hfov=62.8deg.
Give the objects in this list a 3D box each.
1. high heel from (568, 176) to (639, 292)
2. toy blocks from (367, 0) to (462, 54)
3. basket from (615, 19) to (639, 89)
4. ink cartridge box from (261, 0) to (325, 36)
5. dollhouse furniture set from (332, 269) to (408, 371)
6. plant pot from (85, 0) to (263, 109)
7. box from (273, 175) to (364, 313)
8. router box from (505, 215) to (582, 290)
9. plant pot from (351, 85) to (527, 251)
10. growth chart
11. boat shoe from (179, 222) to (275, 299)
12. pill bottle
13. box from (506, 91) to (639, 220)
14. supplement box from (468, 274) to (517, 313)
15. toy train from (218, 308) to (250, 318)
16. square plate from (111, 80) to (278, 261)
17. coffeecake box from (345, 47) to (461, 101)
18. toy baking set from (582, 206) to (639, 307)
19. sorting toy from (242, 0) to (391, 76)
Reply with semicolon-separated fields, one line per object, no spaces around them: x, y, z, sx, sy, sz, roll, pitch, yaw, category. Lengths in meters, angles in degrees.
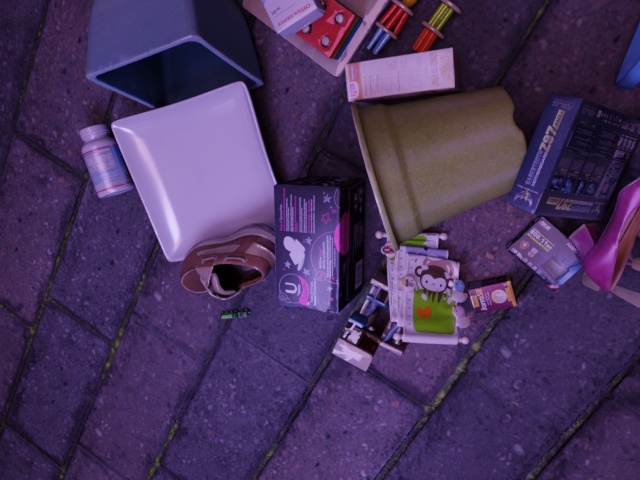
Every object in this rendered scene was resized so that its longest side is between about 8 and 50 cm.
0.511;-0.019;0.842;0.244;0.082;0.117;-55;48;47;high heel
0.168;-0.393;0.974;0.123;0.054;0.148;40;112;7;toy blocks
0.525;-0.387;0.755;0.201;0.255;0.289;18;90;11;basket
-0.059;-0.445;0.943;0.088;0.052;0.122;-25;95;22;ink cartridge box
0.129;0.167;1.052;0.129;0.183;0.129;26;110;11;dollhouse furniture set
-0.287;-0.428;1.029;0.247;0.248;0.252;-10;83;21;plant pot
0.000;0.000;1.068;0.142;0.163;0.247;6;105;21;box
0.430;0.022;0.993;0.122;0.038;0.092;42;111;5;router box
0.214;-0.147;0.928;0.254;0.276;0.276;-17;97;10;plant pot
0.205;0.090;1.029;0.172;0.021;0.237;-4;75;-8;growth chart
-0.214;0.064;1.138;0.123;0.116;0.324;39;137;-26;boat shoe
-0.508;-0.187;1.237;0.087;0.087;0.160;-15;97;21;pill bottle
0.424;-0.129;0.862;0.059;0.232;0.183;36;117;48;box
0.342;0.106;1.041;0.083;0.043;0.055;-16;99;22;supplement box
-0.208;0.179;1.257;0.083;0.023;0.017;-10;100;20;toy train
-0.253;-0.138;1.158;0.344;0.049;0.347;-10;109;21;square plate
0.154;-0.295;0.954;0.185;0.142;0.068;-2;102;20;coffeecake box
0.549;0.030;0.872;0.030;0.197;0.256;5;133;-16;toy baking set
-0.002;-0.493;0.989;0.255;0.089;0.257;39;112;7;sorting toy
